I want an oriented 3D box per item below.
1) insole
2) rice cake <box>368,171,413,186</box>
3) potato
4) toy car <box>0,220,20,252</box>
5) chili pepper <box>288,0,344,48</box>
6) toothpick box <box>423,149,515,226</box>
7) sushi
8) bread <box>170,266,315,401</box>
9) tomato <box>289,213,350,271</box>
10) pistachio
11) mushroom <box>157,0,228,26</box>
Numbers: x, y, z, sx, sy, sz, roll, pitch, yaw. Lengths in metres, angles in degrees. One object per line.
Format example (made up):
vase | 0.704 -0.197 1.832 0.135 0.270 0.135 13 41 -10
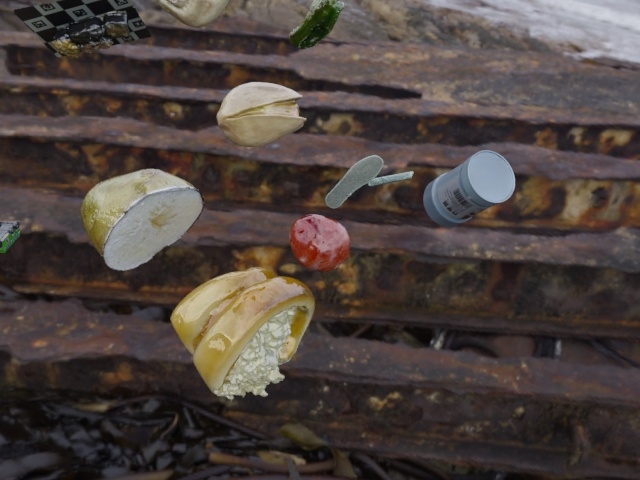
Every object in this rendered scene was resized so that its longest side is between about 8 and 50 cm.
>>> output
insole | 0.105 -0.190 1.993 0.080 0.232 0.003 45 11 -18
rice cake | 0.243 -0.213 2.149 0.170 0.029 0.033 -9 -1 32
potato | -0.473 -0.091 1.602 0.299 0.246 0.196 -37 66 -8
toy car | -0.992 -0.004 1.920 0.071 0.063 0.165 3 31 -1
chili pepper | 0.003 -0.497 1.359 0.072 0.204 0.073 -22 75 -50
toothpick box | 0.271 -0.092 1.149 0.101 0.101 0.153 -1 -14 -22
sushi | -0.469 -0.416 1.258 0.215 0.051 0.192 -13 -10 -1
bread | -0.189 0.233 1.625 0.245 0.329 0.424 18 11 24
tomato | 0.000 0.000 1.847 0.186 0.152 0.187 14 33 -9
pistachio | -0.214 -0.456 2.235 0.320 0.229 0.238 -8 10 2
mushroom | -0.385 -0.721 1.725 0.260 0.254 0.234 -21 4 46
